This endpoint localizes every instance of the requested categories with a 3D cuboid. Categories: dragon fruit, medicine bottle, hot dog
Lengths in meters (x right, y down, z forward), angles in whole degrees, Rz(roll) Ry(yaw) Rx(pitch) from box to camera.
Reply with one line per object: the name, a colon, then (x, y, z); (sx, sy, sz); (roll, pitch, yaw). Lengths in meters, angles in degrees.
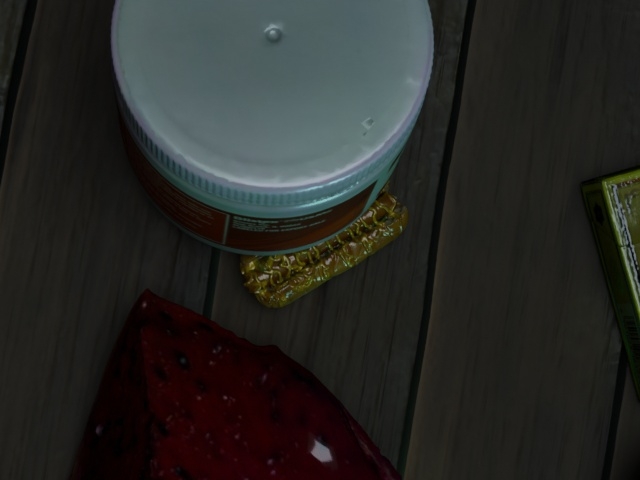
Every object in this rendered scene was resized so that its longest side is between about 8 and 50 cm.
dragon fruit: (-0.056, 0.247, 1.409); (0.330, 0.240, 0.302); (21, 102, -4)
medicine bottle: (-0.044, -0.130, 1.403); (0.252, 0.241, 0.253); (1, 79, -4)
hot dog: (0.000, 0.000, 1.527); (0.165, 0.045, 0.071); (-31, 96, -13)

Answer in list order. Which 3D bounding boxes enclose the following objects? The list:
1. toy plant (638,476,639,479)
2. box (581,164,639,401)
toy plant: (0.319, 0.342, 1.530); (0.224, 0.184, 0.316); (26, 93, -29)
box: (0.342, 0.031, 1.595); (0.141, 0.064, 0.220); (-16, 93, -13)
